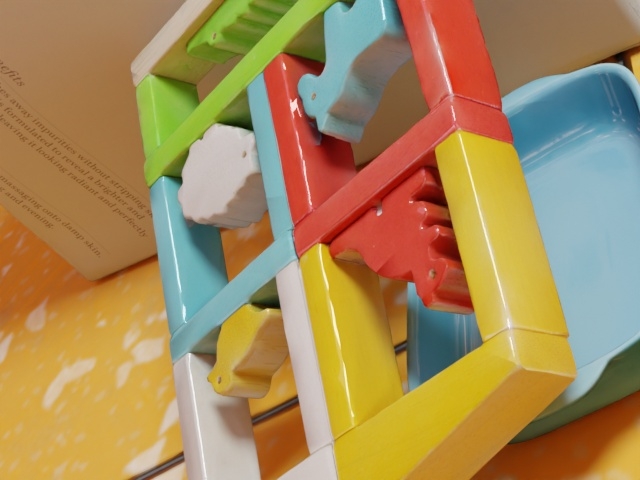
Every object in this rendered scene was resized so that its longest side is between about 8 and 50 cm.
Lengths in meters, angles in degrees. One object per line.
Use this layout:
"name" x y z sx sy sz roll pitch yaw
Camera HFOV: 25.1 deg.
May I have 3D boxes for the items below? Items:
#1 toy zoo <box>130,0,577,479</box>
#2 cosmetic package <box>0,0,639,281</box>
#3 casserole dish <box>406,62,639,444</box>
"toy zoo" 0.000 0.000 0.556 0.192 0.030 0.293 -40 51 41
"cosmetic package" -0.042 -0.146 0.735 0.385 0.217 0.156 -22 37 33
"casserole dish" 0.089 0.006 0.557 0.114 0.037 0.188 -30 32 26
